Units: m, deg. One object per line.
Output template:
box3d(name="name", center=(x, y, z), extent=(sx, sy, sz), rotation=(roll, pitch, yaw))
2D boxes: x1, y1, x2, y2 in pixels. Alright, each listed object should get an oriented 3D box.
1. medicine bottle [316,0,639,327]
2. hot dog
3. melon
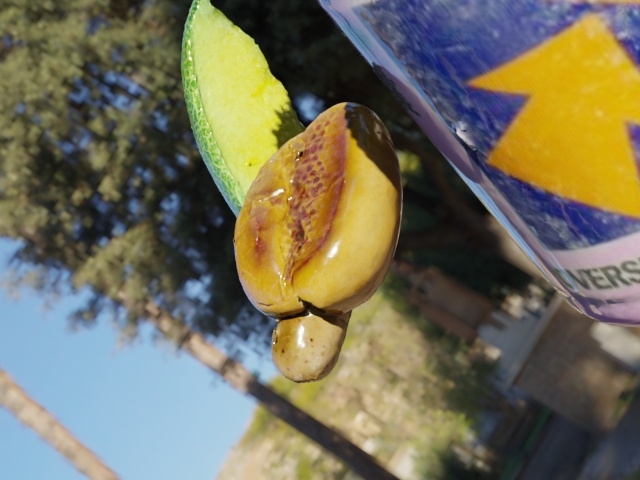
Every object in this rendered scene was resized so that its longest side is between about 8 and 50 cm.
box3d(name="medicine bottle", center=(0.090, -0.122, 0.550), extent=(0.178, 0.291, 0.178), rotation=(-35, 22, 17))
box3d(name="hot dog", center=(0.002, -0.001, 0.687), extent=(0.060, 0.090, 0.140), rotation=(46, -145, -37))
box3d(name="melon", center=(-0.070, -0.123, 1.299), extent=(0.114, 0.262, 0.053), rotation=(-22, -1, 2))
